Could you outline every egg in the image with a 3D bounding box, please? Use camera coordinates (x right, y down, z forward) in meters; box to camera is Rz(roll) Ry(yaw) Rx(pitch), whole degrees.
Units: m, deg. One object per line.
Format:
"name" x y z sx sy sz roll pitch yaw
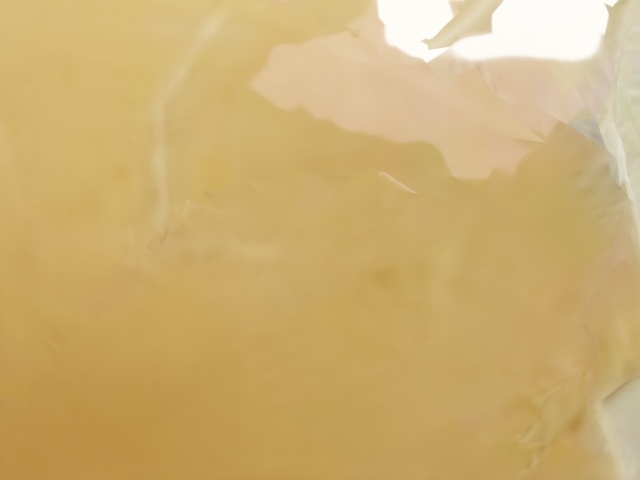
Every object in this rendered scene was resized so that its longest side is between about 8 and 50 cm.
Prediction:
"egg" 0.000 0.000 0.411 0.244 0.201 0.201 -2 56 -8
